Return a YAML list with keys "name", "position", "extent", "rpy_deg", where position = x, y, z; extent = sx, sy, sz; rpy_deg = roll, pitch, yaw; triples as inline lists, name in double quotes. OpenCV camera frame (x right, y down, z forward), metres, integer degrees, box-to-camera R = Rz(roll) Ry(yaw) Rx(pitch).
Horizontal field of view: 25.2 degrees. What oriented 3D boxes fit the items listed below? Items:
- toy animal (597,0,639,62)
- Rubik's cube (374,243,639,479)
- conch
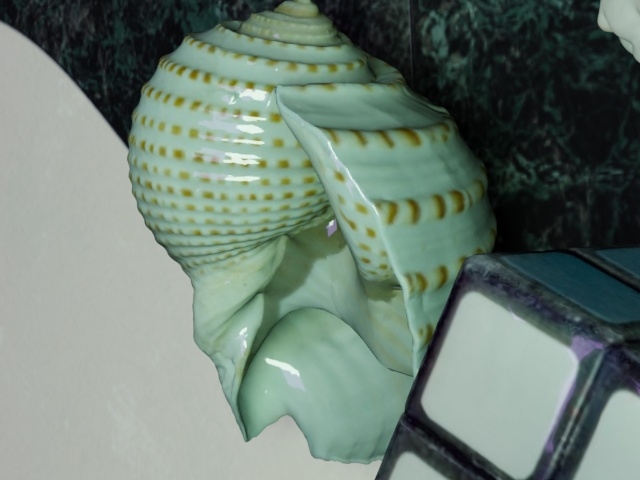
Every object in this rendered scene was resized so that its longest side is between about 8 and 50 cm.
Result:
- name: "toy animal"
  position: [0.314, -0.095, 0.794]
  extent: [0.258, 0.194, 0.357]
  rpy_deg: [-53, 53, 35]
- name: "Rubik's cube"
  position: [0.219, 0.196, 0.802]
  extent: [0.301, 0.305, 0.303]
  rpy_deg: [33, 114, 33]
- name: "conch"
  position: [0.011, -0.011, 1.031]
  extent: [0.303, 0.215, 0.319]
  rpy_deg: [24, 139, 43]
